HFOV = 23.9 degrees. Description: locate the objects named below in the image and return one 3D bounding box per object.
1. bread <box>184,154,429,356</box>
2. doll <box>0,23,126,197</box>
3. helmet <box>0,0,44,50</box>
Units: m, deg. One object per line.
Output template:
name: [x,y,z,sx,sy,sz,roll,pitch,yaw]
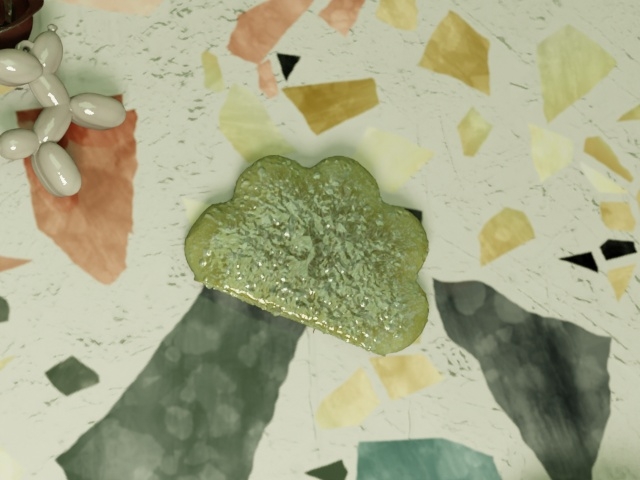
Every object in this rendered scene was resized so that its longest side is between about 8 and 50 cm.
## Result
bread: [0.000,0.000,1.686,0.287,0.056,0.207,19,76,-8]
doll: [-0.299,-0.147,1.638,0.160,0.059,0.161,36,73,-22]
helmet: [-0.352,-0.229,1.663,0.111,0.057,0.089,-22,38,-12]
